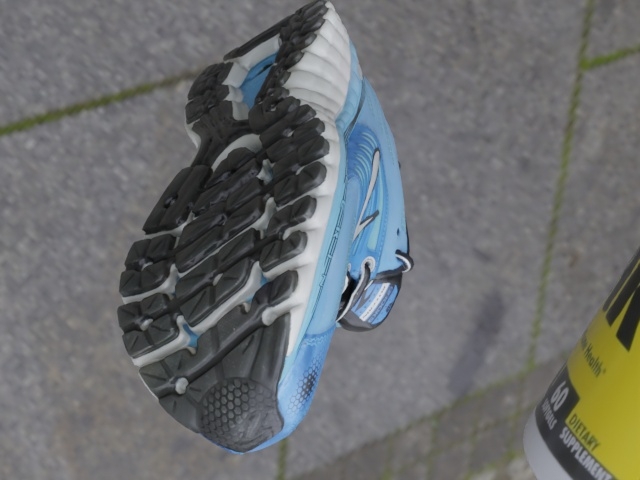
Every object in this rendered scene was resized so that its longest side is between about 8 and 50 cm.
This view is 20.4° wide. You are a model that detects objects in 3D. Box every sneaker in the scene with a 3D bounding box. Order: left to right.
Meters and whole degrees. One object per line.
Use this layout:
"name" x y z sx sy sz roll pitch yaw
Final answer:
"sneaker" 0.000 0.000 0.463 0.063 0.162 0.073 -28 116 26

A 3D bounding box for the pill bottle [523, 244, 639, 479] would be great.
"pill bottle" 0.172 0.020 0.629 0.119 0.119 0.208 9 117 -47
